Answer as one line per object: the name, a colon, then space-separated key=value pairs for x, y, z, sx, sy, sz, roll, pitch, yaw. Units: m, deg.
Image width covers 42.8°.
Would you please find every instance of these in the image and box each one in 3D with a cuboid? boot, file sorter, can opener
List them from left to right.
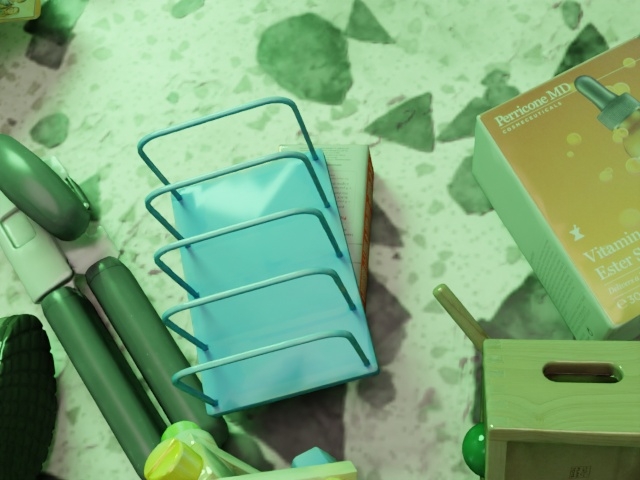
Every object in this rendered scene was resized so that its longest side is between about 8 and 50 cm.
boot: x=-0.283 y=0.168 z=0.565 sx=0.161 sy=0.083 sz=0.246 roll=2 pitch=75 yaw=10
can opener: x=-0.172 y=0.041 z=0.589 sx=0.076 sy=0.095 sz=0.283 roll=-36 pitch=69 yaw=-5
file sorter: x=-0.045 y=0.011 z=0.531 sx=0.118 sy=0.104 sz=0.170 roll=-16 pitch=68 yaw=6

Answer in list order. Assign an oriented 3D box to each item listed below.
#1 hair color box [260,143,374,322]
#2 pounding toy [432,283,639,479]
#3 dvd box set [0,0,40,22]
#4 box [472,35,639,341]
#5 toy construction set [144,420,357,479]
hair color box: x=0.000 y=0.000 z=0.607 sx=0.072 sy=0.043 sz=0.141 roll=2 pitch=69 yaw=10
pounding toy: x=0.139 y=0.107 z=0.499 sx=0.141 sy=0.130 sz=0.100 roll=0 pitch=38 yaw=9
dvd box set: x=-0.479 y=-0.249 z=0.621 sx=0.420 sy=0.062 sz=0.307 roll=-21 pitch=56 yaw=-41
box: x=0.202 y=-0.028 z=0.562 sx=0.130 sy=0.091 sz=0.170 roll=-27 pitch=69 yaw=-2
toy construction set: x=-0.159 y=0.162 z=0.457 sx=0.327 sy=0.151 sz=0.215 roll=27 pitch=98 yaw=-14
